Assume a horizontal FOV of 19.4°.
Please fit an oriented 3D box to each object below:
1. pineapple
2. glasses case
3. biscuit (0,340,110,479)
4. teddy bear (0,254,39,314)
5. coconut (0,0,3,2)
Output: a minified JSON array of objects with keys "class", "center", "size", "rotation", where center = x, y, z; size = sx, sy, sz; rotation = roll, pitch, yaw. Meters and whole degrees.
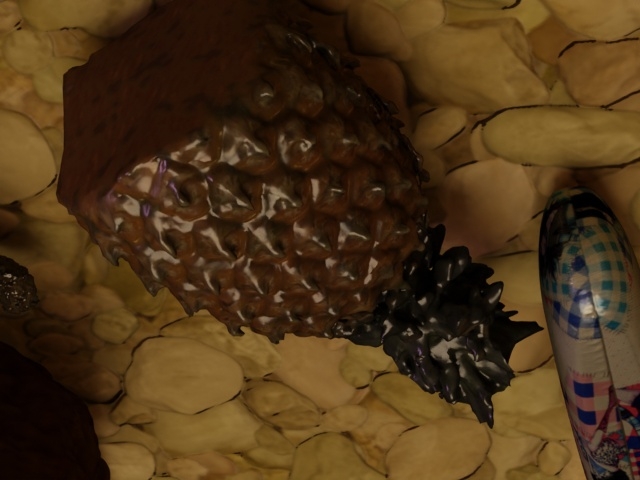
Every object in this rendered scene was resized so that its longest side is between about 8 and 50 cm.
[{"class":"pineapple","center":[0.000,0.000,1.243],"size":[0.202,0.202,0.362],"rotation":[-30,124,29]},{"class":"glasses case","center":[0.213,0.101,1.364],"size":[0.076,0.125,0.327],"rotation":[-11,131,10]},{"class":"biscuit","center":[-0.359,0.178,1.337],"size":[0.395,0.343,0.166],"rotation":[15,113,-1]},{"class":"teddy bear","center":[-0.288,0.012,1.378],"size":[0.160,0.078,0.119],"rotation":[-7,157,35]},{"class":"coconut","center":[-0.217,-0.254,1.025],"size":[0.259,0.259,0.259],"rotation":[3,133,3]}]
